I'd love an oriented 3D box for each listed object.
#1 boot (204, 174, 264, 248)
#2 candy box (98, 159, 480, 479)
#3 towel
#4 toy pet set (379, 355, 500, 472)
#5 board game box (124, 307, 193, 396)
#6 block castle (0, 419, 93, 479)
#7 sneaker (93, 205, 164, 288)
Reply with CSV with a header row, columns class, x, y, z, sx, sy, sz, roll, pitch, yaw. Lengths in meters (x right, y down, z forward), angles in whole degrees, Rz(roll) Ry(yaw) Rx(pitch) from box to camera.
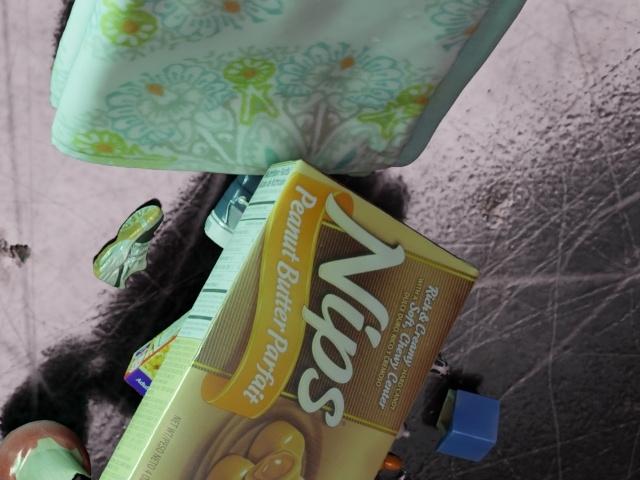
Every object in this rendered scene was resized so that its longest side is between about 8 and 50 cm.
class,x,y,z,sx,sy,sz,roll,pitch,yaw
boot,0.000,0.000,1.658,0.190,0.069,0.086,28,105,-12
candy box,-0.027,0.116,1.530,0.183,0.087,0.316,31,78,-17
towel,-0.023,-0.174,1.470,0.320,0.090,0.374,3,147,-20
toy pet set,0.096,0.166,1.715,0.114,0.065,0.122,16,102,-11
board game box,-0.053,0.106,1.655,0.147,0.045,0.193,43,119,-15
block castle,-0.104,0.367,1.672,0.453,0.213,0.303,21,89,-18
sneaker,-0.161,0.006,1.663,0.037,0.032,0.083,37,102,-28
